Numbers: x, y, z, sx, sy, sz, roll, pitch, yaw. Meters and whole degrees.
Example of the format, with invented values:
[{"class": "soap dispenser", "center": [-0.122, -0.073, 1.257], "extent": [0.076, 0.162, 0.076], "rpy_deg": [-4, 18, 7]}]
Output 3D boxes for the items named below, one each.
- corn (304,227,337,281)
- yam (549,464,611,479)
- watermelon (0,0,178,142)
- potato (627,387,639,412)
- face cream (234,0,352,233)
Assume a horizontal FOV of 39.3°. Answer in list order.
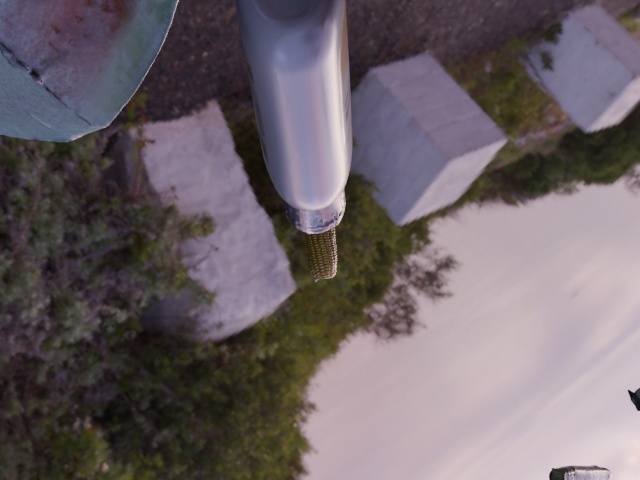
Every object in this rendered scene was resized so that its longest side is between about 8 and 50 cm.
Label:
[{"class": "corn", "center": [0.000, 0.000, 1.008], "extent": [0.037, 0.092, 0.037], "rpy_deg": [-5, 167, -1]}, {"class": "yam", "center": [0.181, 0.163, 0.622], "extent": [0.014, 0.014, 0.107], "rpy_deg": [-46, 148, 18]}, {"class": "watermelon", "center": [-0.258, -0.250, 0.737], "extent": [0.258, 0.228, 0.387], "rpy_deg": [4, 119, -38]}, {"class": "potato", "center": [0.381, 0.185, 0.912], "extent": [0.086, 0.122, 0.061], "rpy_deg": [11, 125, -44]}, {"class": "face cream", "center": [-0.013, -0.097, 0.656], "extent": [0.070, 0.144, 0.291], "rpy_deg": [-5, 149, 0]}]
